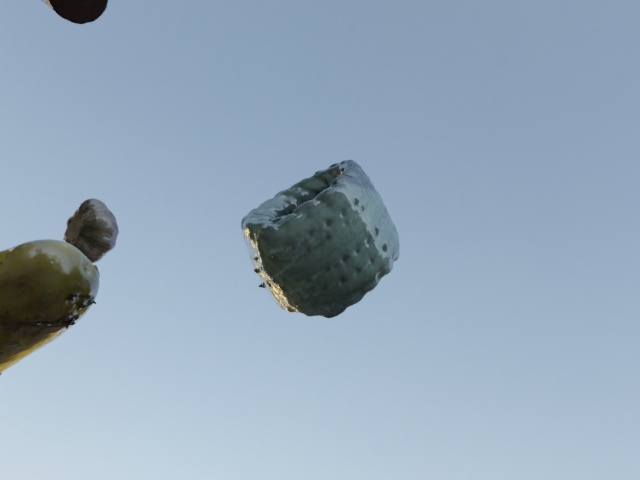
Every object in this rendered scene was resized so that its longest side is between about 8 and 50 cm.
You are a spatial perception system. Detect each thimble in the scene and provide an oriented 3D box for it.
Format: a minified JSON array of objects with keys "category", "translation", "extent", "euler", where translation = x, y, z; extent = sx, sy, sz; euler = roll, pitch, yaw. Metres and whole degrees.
[{"category":"thimble","translation":[0.000,0.000,0.901],"extent":[0.204,0.250,0.172],"euler":[-15,-71,38]}]

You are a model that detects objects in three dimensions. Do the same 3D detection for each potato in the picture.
[{"category":"potato","translation":[-0.446,0.103,0.800],"extent":[0.300,0.140,0.173],"euler":[-27,-20,2]}]

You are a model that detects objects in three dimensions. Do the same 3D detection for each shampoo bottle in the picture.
[{"category":"shampoo bottle","translation":[-0.282,-0.290,0.655],"extent":[0.068,0.236,0.067],"euler":[-1,-62,-33]}]

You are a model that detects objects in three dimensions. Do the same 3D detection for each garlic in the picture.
[{"category":"garlic","translation":[-0.542,-0.014,1.427],"extent":[0.147,0.159,0.102],"euler":[-20,-30,28]}]
